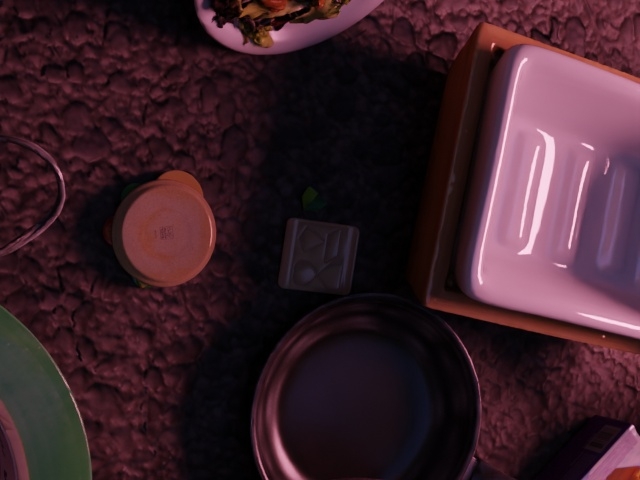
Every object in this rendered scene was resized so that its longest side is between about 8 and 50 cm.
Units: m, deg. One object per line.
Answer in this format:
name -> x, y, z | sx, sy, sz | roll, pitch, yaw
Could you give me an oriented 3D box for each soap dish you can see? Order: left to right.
soap dish -> 0.216, -0.031, 0.886 | 0.291, 0.118, 0.228 | 13, 86, -26

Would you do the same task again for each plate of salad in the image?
plate of salad -> 0.004, -0.200, 0.747 | 0.200, 0.200, 0.048 | -20, 63, -24

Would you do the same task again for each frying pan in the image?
frying pan -> 0.095, 0.148, 0.856 | 0.326, 0.053, 0.197 | 8, 88, -21

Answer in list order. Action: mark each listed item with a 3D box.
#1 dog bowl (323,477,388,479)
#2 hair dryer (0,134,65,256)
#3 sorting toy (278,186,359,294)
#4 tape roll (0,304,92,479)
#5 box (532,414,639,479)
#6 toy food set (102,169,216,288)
dog bowl -> 0.025, 0.337, 0.773 | 0.349, 0.102, 0.348 | -1, 98, -11
hair dryer -> -0.314, -0.084, 0.626 | 0.294, 0.080, 0.223 | -13, 82, -23
sorting toy -> 0.000, 0.000, 0.840 | 0.062, 0.012, 0.083 | 8, 92, -21
tape roll -> -0.310, 0.165, 0.659 | 0.321, 0.077, 0.321 | -1, 92, -26
box -> 0.217, 0.329, 0.934 | 0.293, 0.057, 0.201 | -40, 107, -19
toy food set -> -0.118, -0.006, 0.777 | 0.083, 0.020, 0.083 | -24, 103, -23
